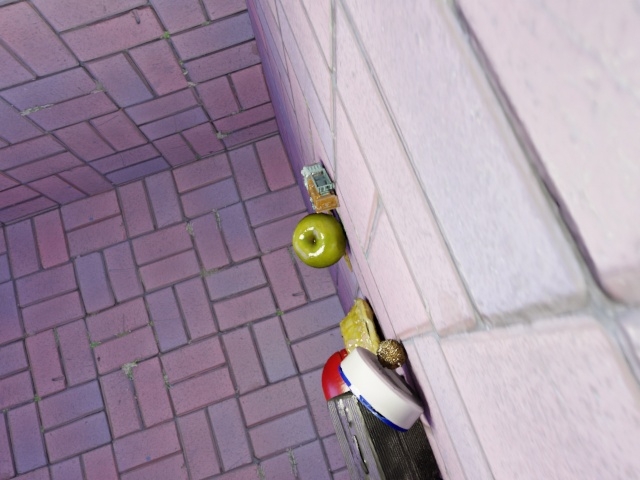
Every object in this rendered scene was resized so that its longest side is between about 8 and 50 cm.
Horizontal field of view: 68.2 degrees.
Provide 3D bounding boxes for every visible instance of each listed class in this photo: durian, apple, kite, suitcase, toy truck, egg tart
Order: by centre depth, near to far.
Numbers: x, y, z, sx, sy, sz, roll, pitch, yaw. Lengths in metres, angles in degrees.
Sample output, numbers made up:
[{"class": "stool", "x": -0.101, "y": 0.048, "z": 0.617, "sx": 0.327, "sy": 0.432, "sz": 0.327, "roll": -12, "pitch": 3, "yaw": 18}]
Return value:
[{"class": "durian", "x": 0.181, "y": 0.292, "z": 1.193, "sx": 0.091, "sy": 0.080, "sz": 0.080, "roll": 49, "pitch": 161, "yaw": 51}, {"class": "suitcase", "x": 0.175, "y": 0.573, "z": 1.342, "sx": 0.152, "sy": 0.230, "sz": 0.335, "roll": -35, "pitch": 70, "yaw": 45}, {"class": "toy truck", "x": -0.006, "y": -0.186, "z": 1.526, "sx": 0.115, "sy": 0.080, "sz": 0.177, "roll": 81, "pitch": 170, "yaw": -47}, {"class": "apple", "x": 0.000, "y": 0.000, "z": 1.653, "sx": 0.157, "sy": 0.196, "sz": 0.196, "roll": 1, "pitch": -115, "yaw": -55}, {"class": "egg tart", "x": 0.152, "y": 0.363, "z": 1.671, "sx": 0.341, "sy": 0.132, "sz": 0.341, "roll": 161, "pitch": 90, "yaw": -89}, {"class": "kite", "x": 0.062, "y": -0.039, "z": 1.920, "sx": 0.327, "sy": 0.013, "sz": 0.377, "roll": 81, "pitch": 169, "yaw": -80}]

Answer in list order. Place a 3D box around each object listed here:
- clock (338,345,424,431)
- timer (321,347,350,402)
[{"class": "clock", "x": 0.154, "y": 0.370, "z": 1.199, "sx": 0.230, "sy": 0.083, "sz": 0.230, "roll": 38, "pitch": -176, "yaw": -3}, {"class": "timer", "x": 0.162, "y": 0.669, "z": 2.120, "sx": 0.378, "sy": 0.279, "sz": 0.377, "roll": 158, "pitch": 90, "yaw": -88}]
